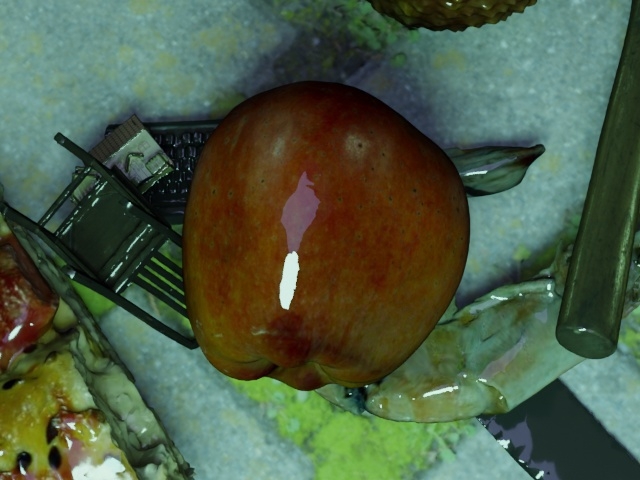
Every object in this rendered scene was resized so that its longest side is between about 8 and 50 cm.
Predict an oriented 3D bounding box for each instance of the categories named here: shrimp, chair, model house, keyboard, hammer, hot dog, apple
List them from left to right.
[{"bbox_3d":[-0.324,0.167,1.311,0.365,0.196,0.367,-37,57,-2],"label":"hot dog"},{"bbox_3d":[-0.169,-0.058,1.429,0.083,0.057,0.058,-39,82,1],"label":"model house"},{"bbox_3d":[-0.150,0.007,1.382,0.084,0.212,0.101,-49,60,1],"label":"chair"},{"bbox_3d":[-0.069,-0.062,1.458,0.230,0.025,0.093,-4,79,7],"label":"keyboard"},{"bbox_3d":[0.002,0.001,1.311,0.234,0.234,0.234,0,76,-1],"label":"apple"},{"bbox_3d":[0.138,0.020,1.430,0.360,0.085,0.247,-20,65,-1],"label":"shrimp"},{"bbox_3d":[0.191,0.162,1.429,0.074,0.015,0.196,-41,81,-14],"label":"keyboard"},{"bbox_3d":[0.256,-0.102,1.419,0.168,0.044,0.440,12,59,6],"label":"hammer"}]

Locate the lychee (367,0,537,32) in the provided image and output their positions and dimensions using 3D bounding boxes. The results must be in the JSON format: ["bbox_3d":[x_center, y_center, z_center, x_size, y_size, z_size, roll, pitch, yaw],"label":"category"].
[{"bbox_3d":[0.100,-0.262,1.442,0.238,0.200,0.200,-3,75,-24],"label":"lychee"}]
